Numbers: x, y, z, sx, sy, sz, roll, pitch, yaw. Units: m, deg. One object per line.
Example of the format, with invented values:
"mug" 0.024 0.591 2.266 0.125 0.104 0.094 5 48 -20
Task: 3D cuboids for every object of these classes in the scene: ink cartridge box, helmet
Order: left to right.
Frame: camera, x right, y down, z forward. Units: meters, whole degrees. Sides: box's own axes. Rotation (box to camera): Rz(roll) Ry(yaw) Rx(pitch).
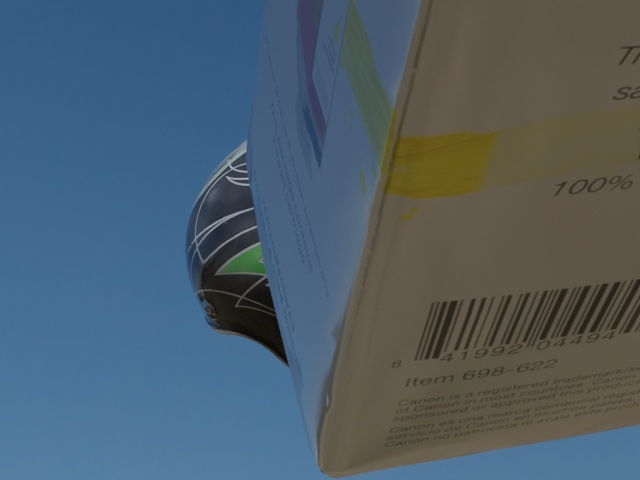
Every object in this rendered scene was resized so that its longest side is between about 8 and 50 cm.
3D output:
"helmet" 0.000 0.000 0.990 0.161 0.169 0.169 32 -30 -4
"ink cartridge box" 0.135 -0.089 0.511 0.279 0.160 0.385 -7 -30 -12
